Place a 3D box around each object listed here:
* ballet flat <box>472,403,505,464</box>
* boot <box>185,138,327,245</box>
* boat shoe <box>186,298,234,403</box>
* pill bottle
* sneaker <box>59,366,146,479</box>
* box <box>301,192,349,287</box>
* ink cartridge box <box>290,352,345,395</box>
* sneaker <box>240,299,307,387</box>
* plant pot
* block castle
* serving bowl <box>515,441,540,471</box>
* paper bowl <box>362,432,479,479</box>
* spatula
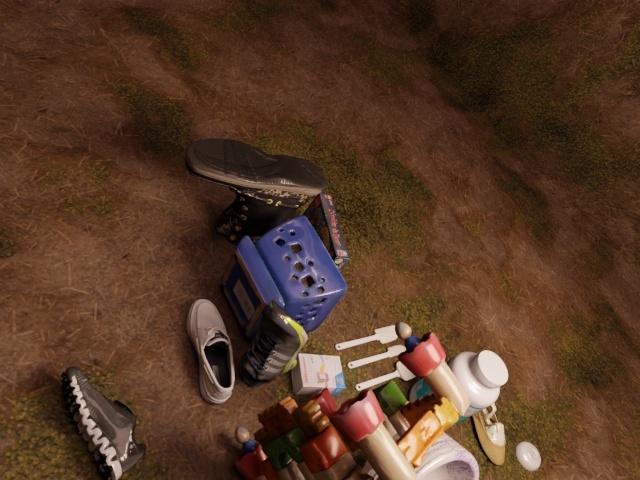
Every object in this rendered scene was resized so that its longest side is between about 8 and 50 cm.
[{"bbox_3d":[0.470,0.506,1.538,0.080,0.073,0.232,4,52,-32],"label":"ballet flat"},{"bbox_3d":[-0.205,-0.112,1.437,0.378,0.284,0.138,4,53,-35],"label":"boot"},{"bbox_3d":[-0.241,0.239,1.255,0.095,0.084,0.258,0,55,-35],"label":"boat shoe"},{"bbox_3d":[0.360,0.384,1.422,0.146,0.264,0.146,20,45,-21],"label":"pill bottle"},{"bbox_3d":[-0.414,0.340,1.055,0.106,0.078,0.234,-19,71,-47],"label":"sneaker"},{"bbox_3d":[0.000,0.000,1.579,0.044,0.159,0.233,8,50,-30],"label":"box"},{"bbox_3d":[-0.008,0.335,1.362,0.123,0.052,0.088,10,50,-28],"label":"ink cartridge box"},{"bbox_3d":[-0.110,0.242,1.204,0.111,0.300,0.121,38,57,21],"label":"sneaker"},{"bbox_3d":[-0.107,0.108,1.363,0.212,0.236,0.236,-15,63,-35],"label":"plant pot"},{"bbox_3d":[0.037,0.359,1.083,0.303,0.453,0.212,-27,80,-45],"label":"block castle"},{"bbox_3d":[0.601,0.616,1.570,0.083,0.027,0.083,19,46,-21],"label":"serving bowl"},{"bbox_3d":[0.193,0.538,1.183,0.284,0.284,0.148,-2,21,-37],"label":"paper bowl"},{"bbox_3d":[0.163,0.326,1.517,0.242,0.019,0.168,-6,59,-39],"label":"spatula"}]
